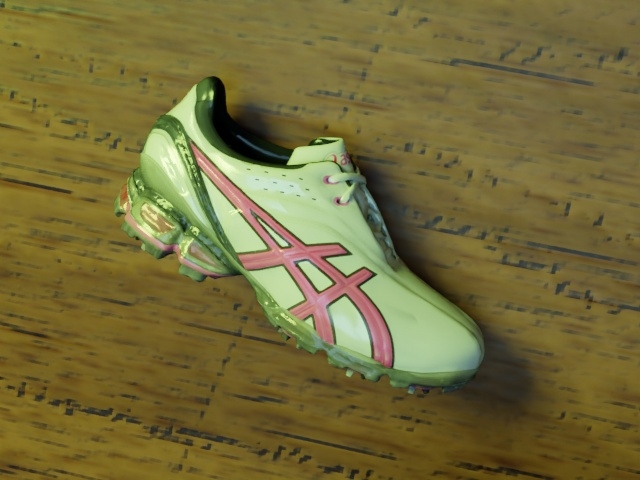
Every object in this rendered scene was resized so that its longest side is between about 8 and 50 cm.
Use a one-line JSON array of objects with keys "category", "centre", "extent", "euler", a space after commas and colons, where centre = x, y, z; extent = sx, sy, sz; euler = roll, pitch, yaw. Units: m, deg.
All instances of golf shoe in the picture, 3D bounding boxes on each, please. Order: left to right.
[{"category": "golf shoe", "centre": [0.000, 0.000, 0.514], "extent": [0.186, 0.067, 0.086], "euler": [31, 108, 1]}]
